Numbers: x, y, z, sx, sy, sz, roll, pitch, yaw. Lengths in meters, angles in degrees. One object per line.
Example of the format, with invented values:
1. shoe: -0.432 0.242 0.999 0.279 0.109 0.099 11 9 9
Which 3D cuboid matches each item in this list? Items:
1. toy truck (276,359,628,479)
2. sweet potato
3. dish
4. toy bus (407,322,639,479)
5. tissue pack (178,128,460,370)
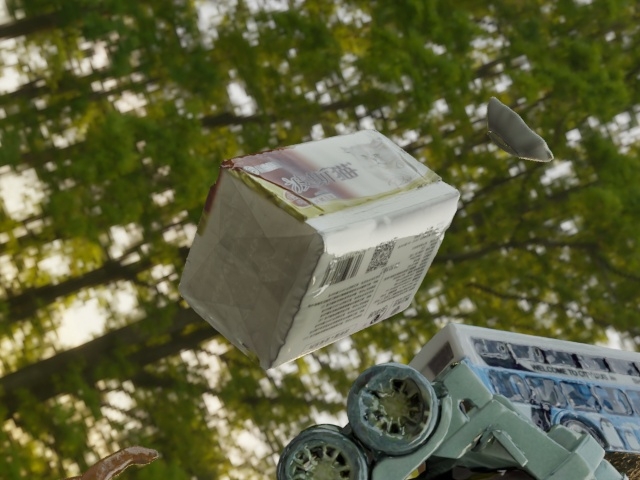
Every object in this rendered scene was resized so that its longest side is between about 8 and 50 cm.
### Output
1. toy truck: 0.019 0.163 0.561 0.140 0.256 0.108 46 -5 6
2. sweet potato: -0.254 0.261 1.207 0.044 0.179 0.044 59 -3 5
3. dish: 0.287 -0.152 1.717 0.137 0.039 0.091 45 -8 36
4. toy bus: 0.210 0.156 0.943 0.106 0.297 0.131 -54 -139 34
5. tissue pack: -0.001 0.000 0.736 0.099 0.148 0.106 38 -58 25
